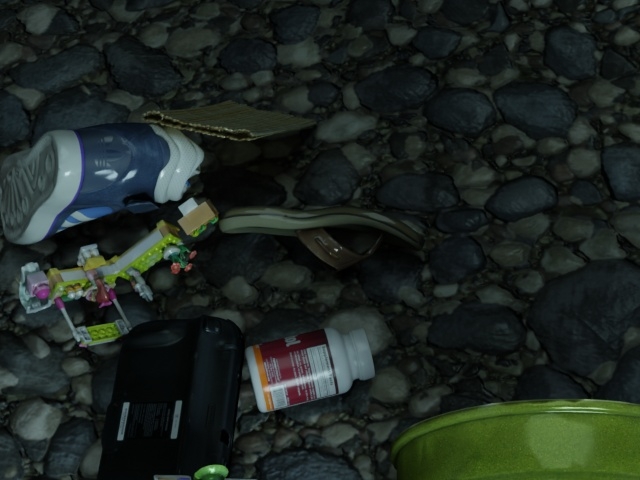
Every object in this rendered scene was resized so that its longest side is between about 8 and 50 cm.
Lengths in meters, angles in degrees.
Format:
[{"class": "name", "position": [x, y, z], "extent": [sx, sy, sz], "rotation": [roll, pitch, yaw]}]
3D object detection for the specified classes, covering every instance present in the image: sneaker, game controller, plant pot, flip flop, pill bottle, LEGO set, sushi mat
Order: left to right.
[{"class": "sneaker", "position": [-0.283, -0.074, 2.095], "extent": [0.236, 0.323, 0.130], "rotation": [-2, 78, -27]}, {"class": "LEGO set", "position": [-0.249, 0.053, 2.046], "extent": [0.287, 0.132, 0.107], "rotation": [-21, 64, -21]}, {"class": "game controller", "position": [-0.189, 0.231, 1.947], "extent": [0.166, 0.067, 0.319], "rotation": [-8, 51, 18]}, {"class": "sushi mat", "position": [-0.115, -0.163, 2.114], "extent": [0.151, 0.316, 0.019], "rotation": [13, 100, 13]}, {"class": "pill bottle", "position": [-0.013, 0.157, 1.956], "extent": [0.152, 0.086, 0.086], "rotation": [-13, 53, -4]}, {"class": "flip flop", "position": [0.000, 0.000, 2.071], "extent": [0.277, 0.112, 0.080], "rotation": [4, 79, 6]}, {"class": "plant pot", "position": [0.250, 0.390, 1.620], "extent": [0.366, 0.366, 0.353], "rotation": [0, 65, 6]}]

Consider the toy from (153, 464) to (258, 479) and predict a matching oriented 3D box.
[{"class": "toy", "position": [-0.097, 0.349, 1.760], "extent": [0.137, 0.056, 0.237], "rotation": [8, 39, -28]}]
